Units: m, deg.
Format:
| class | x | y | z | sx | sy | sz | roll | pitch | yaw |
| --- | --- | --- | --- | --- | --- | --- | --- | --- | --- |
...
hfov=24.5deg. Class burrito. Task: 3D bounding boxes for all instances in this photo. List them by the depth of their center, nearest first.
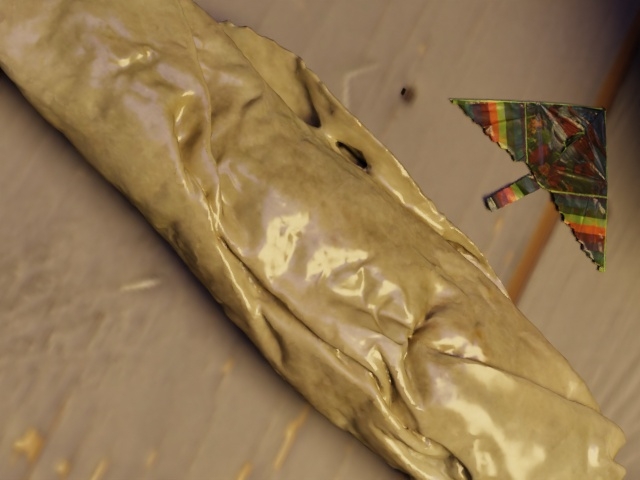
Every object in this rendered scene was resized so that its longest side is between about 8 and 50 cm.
| class | x | y | z | sx | sy | sz | roll | pitch | yaw |
| --- | --- | --- | --- | --- | --- | --- | --- | --- | --- |
| burrito | 0.000 | 0.000 | 0.694 | 0.392 | 0.076 | 0.117 | 45 | 72 | -6 |

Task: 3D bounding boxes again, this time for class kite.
| class | x | y | z | sx | sy | sz | roll | pitch | yaw |
| --- | --- | --- | --- | --- | --- | --- | --- | --- | --- |
| kite | 0.122 | -0.040 | 0.775 | 0.090 | 0.004 | 0.122 | -38 | 95 | -19 |
